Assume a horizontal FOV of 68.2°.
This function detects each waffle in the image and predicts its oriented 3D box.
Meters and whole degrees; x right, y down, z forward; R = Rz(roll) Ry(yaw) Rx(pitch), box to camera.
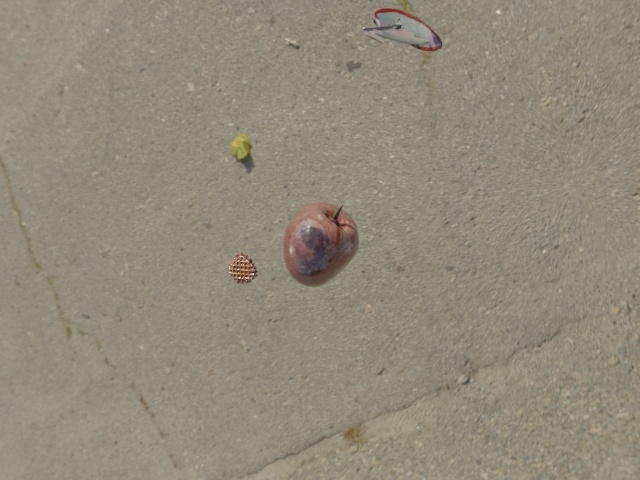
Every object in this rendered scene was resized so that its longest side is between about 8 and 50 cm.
[{"bbox_3d":[-0.205,0.074,1.243,0.075,0.029,0.083,-41,86,21],"label":"waffle"}]

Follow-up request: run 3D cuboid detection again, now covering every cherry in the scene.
[{"bbox_3d":[0.000,0.000,1.340,0.213,0.236,0.285,43,129,22],"label":"cherry"}]

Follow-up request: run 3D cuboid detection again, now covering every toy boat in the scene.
[{"bbox_3d":[0.233,-0.569,1.296,0.219,0.318,0.071,22,124,-2],"label":"toy boat"}]
